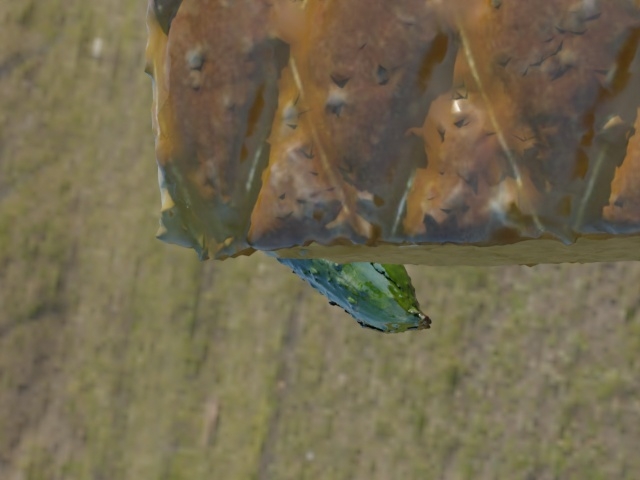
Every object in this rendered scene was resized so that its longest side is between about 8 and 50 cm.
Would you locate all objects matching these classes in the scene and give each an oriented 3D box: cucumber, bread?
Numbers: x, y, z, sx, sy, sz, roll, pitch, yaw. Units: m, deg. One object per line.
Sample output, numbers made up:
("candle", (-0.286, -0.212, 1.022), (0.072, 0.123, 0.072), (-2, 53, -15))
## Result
("cucumber", (0.000, 0.000, 1.216), (0.227, 0.069, 0.069), (41, 126, 38))
("bread", (0.082, -0.122, 0.734), (0.207, 0.279, 0.279), (5, -100, -70))
